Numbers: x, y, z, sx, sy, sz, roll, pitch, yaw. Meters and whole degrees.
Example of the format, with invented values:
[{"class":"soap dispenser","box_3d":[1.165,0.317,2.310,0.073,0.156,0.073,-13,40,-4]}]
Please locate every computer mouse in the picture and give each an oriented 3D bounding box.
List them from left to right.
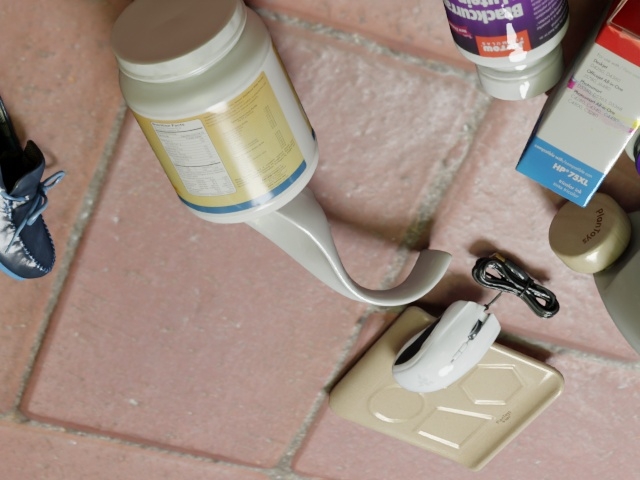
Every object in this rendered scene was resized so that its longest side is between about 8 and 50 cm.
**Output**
[{"class":"computer mouse","box_3d":[0.158,0.104,1.801,0.106,0.042,0.193,36,109,-24]}]

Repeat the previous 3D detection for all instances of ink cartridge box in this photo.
[{"class":"ink cartridge box","box_3d":[0.271,-0.159,1.504,0.078,0.134,0.231,30,131,1]}]

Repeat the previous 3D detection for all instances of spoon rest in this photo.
[{"class":"spoon rest","box_3d":[0.000,0.000,1.688,0.276,0.084,0.137,23,173,-24]}]

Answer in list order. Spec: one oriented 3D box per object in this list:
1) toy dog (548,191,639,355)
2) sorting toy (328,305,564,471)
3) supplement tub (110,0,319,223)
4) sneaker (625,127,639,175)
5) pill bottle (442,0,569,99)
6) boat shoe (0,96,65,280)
[{"class":"toy dog","box_3d":[0.372,0.061,1.643,0.161,0.333,0.220,-43,148,14]},{"class":"sorting toy","box_3d":[0.142,0.168,1.908,0.208,0.038,0.193,26,129,-18]},{"class":"supplement tub","box_3d":[-0.097,-0.129,1.534,0.144,0.144,0.199,-14,133,13]},{"class":"sneaker","box_3d":[0.445,-0.076,1.578,0.293,0.146,0.102,-12,134,1]},{"class":"pill bottle","box_3d":[0.160,-0.220,1.470,0.108,0.108,0.193,-11,133,11]},{"class":"boat shoe","box_3d":[-0.308,-0.060,1.629,0.089,0.109,0.258,-15,135,9]}]
